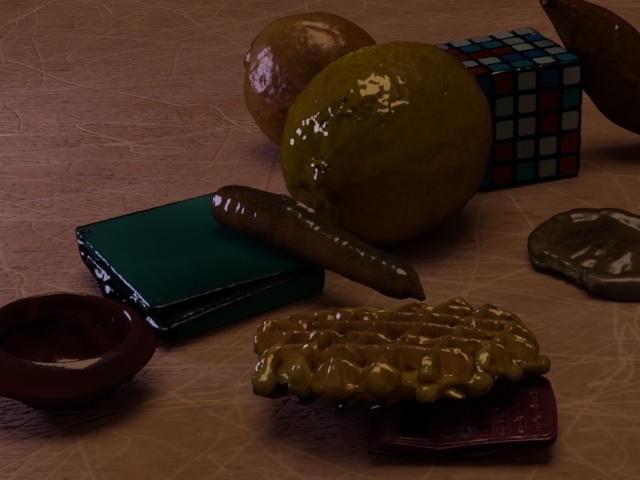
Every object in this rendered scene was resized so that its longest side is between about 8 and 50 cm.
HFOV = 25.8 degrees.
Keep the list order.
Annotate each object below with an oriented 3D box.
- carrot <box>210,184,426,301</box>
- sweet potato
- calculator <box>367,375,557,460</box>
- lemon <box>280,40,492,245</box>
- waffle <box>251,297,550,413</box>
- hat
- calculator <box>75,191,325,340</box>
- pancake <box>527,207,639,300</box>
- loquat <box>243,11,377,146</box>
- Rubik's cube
[{"bbox_3d":[-0.001,0.000,1.696,0.342,0.070,0.070,24,35,36],"label":"carrot"},{"bbox_3d":[0.441,-0.250,2.070,0.337,0.131,0.131,33,20,-14],"label":"sweet potato"},{"bbox_3d":[0.144,0.181,1.420,0.191,0.034,0.126,-4,23,7],"label":"calculator"},{"bbox_3d":[0.092,-0.131,1.857,0.268,0.268,0.322,18,28,39],"label":"lemon"},{"bbox_3d":[0.081,0.114,1.485,0.329,0.062,0.329,-4,10,1],"label":"waffle"},{"bbox_3d":[-0.282,0.131,1.528,0.206,0.089,0.205,1,27,0],"label":"hat"},{"bbox_3d":[-0.159,0.030,1.770,0.248,0.058,0.274,-17,32,-29],"label":"calculator"},{"bbox_3d":[0.378,0.008,1.771,0.223,0.042,0.236,-11,24,-11],"label":"pancake"},{"bbox_3d":[-0.007,-0.239,2.165,0.238,0.238,0.193,-6,3,-5],"label":"loquat"},{"bbox_3d":[0.267,-0.194,2.069,0.187,0.184,0.182,-12,26,-13],"label":"Rubik's cube"}]
